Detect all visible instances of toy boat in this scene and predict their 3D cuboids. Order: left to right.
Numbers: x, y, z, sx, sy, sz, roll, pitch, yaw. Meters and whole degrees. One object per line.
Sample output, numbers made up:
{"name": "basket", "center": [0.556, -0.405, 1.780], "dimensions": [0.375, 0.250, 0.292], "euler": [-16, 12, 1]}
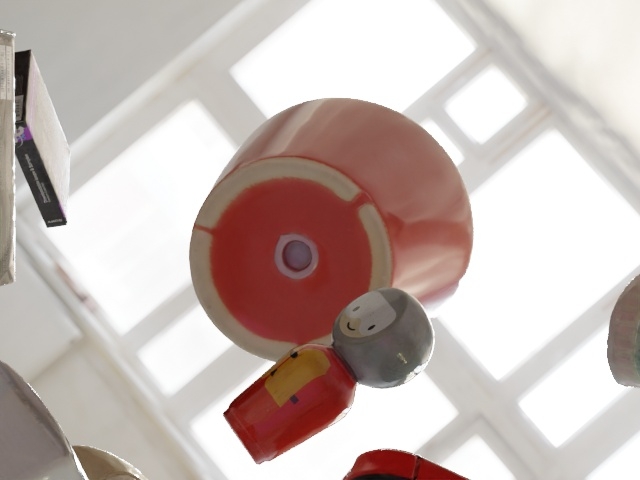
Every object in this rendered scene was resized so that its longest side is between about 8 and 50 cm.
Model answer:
{"name": "toy boat", "center": [0.079, 0.182, 0.986], "dimensions": [0.318, 0.148, 0.267], "euler": [53, -8, 18]}

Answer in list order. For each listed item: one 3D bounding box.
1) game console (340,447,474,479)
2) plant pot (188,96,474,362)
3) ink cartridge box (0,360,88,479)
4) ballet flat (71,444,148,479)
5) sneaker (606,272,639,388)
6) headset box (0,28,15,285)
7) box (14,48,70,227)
{"name": "game console", "center": [0.143, 0.411, 1.986], "dimensions": [0.342, 0.060, 0.386], "euler": [26, -38, -6]}
{"name": "plant pot", "center": [0.000, 0.000, 1.541], "dimensions": [0.275, 0.275, 0.243], "euler": [49, 16, 2]}
{"name": "ink cartridge box", "center": [-0.259, 0.277, 0.799], "dimensions": [0.091, 0.385, 0.308], "euler": [44, -22, 42]}
{"name": "ballet flat", "center": [-0.183, 0.302, 1.681], "dimensions": [0.248, 0.086, 0.086], "euler": [43, 0, -25]}
{"name": "sneaker", "center": [0.341, 0.033, 1.208], "dimensions": [0.121, 0.302, 0.108], "euler": [9, -57, 38]}
{"name": "headset box", "center": [-0.440, -0.078, 1.477], "dimensions": [0.131, 0.283, 0.246], "euler": [-17, 109, -79]}
{"name": "box", "center": [-0.306, -0.108, 1.708], "dimensions": [0.162, 0.029, 0.116], "euler": [75, 7, -47]}
